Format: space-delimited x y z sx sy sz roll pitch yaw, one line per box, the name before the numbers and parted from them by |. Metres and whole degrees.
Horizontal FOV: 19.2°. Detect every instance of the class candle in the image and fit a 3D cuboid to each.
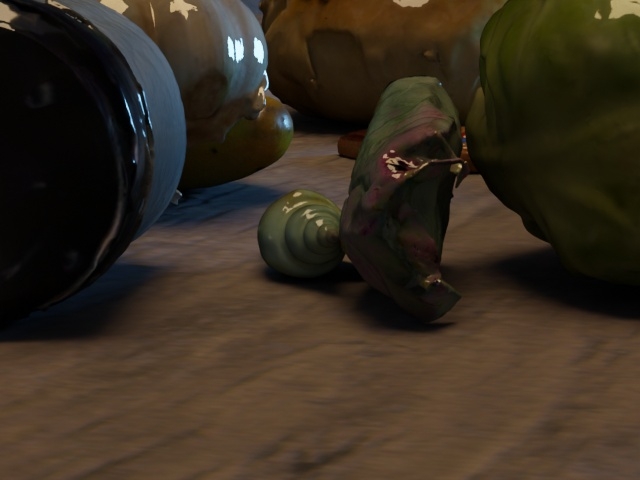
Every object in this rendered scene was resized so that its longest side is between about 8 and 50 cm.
candle | -0.213 -0.071 1.350 0.221 0.221 0.342 0 8 4

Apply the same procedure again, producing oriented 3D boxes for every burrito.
burrito | 0.059 -0.032 1.322 0.089 0.144 0.229 1 12 4

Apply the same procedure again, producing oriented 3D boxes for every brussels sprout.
brussels sprout | 0.255 -0.084 1.355 0.328 0.247 0.328 17 5 -2

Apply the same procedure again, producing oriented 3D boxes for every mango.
mango | -0.137 -0.097 1.775 0.262 0.109 0.157 11 4 33

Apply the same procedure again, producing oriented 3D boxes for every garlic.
garlic | -0.201 -0.143 1.634 0.184 0.281 0.203 41 9 -48

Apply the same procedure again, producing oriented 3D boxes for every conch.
conch | -0.002 -0.007 1.402 0.088 0.065 0.180 -4 6 -13

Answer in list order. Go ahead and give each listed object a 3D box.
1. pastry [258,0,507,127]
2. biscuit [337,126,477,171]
pastry | 0.113 -0.268 2.273 0.409 0.245 0.409 -2 11 1
biscuit | 0.144 -0.095 1.942 0.280 0.043 0.183 9 11 30
